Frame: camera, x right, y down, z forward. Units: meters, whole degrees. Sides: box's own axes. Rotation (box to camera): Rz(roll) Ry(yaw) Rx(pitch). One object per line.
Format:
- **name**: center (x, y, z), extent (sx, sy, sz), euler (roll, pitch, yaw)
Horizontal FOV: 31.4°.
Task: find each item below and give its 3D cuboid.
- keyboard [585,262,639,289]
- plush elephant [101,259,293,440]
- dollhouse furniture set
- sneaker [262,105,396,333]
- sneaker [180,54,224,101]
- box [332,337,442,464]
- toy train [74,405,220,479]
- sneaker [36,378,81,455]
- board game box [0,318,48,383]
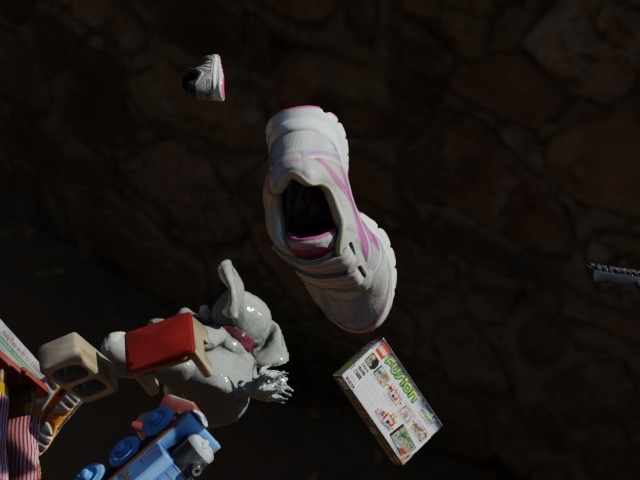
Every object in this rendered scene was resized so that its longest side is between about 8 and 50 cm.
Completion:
- **keyboard**: center (0.517, 0.062, 1.800), extent (0.180, 0.023, 0.108), euler (8, 13, 0)
- **plush elephant**: center (-0.189, 0.185, 2.013), extent (0.330, 0.272, 0.255), euler (-7, 40, 18)
- **dollhouse furniture set**: center (-0.335, 0.229, 1.514), extent (0.374, 0.152, 0.201), euler (-20, 55, 12)
- **sneaker**: center (0.000, 0.000, 1.128), extent (0.103, 0.252, 0.111), euler (-14, 29, 21)
- **sneaker**: center (-0.217, -0.296, 2.066), extent (0.074, 0.063, 0.170), euler (-2, 27, -10)
- **box**: center (0.123, 0.292, 2.064), extent (0.114, 0.207, 0.036), euler (-39, 13, -26)
- **toy train**: center (-0.191, 0.262, 1.245), extent (0.184, 0.080, 0.105), euler (-39, 32, -6)
- **sneaker**: center (-0.443, 0.280, 1.844), extent (0.084, 0.215, 0.083), euler (46, 13, -2)
- **board game box**: center (-0.657, 0.272, 2.016), extent (0.303, 0.224, 0.097), euler (-42, 58, -15)
